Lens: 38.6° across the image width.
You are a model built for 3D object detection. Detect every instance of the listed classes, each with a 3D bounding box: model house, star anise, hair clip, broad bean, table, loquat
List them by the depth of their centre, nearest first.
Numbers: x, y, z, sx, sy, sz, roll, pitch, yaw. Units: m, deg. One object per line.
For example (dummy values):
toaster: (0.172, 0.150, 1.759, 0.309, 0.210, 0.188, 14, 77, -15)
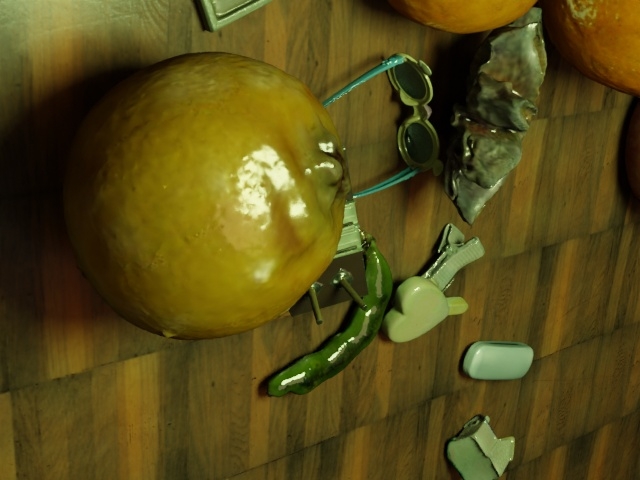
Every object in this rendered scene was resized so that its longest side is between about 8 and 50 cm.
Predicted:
loquat: (-0.125, -0.048, 1.021, 0.329, 0.328, 0.328, -17, 119, -33)
table: (0.000, 0.000, 1.256, 0.122, 0.111, 0.240, -17, 120, -10)
star anise: (0.248, -0.185, 1.327, 0.118, 0.331, 0.331, 14, 103, 1)
broad bean: (0.029, 0.129, 1.408, 0.144, 0.049, 0.292, 32, 85, -37)
hair clip: (0.187, 0.084, 1.507, 0.218, 0.071, 0.159, -49, 134, -6)
model house: (0.302, 0.388, 1.729, 0.100, 0.088, 0.100, 57, 41, -7)

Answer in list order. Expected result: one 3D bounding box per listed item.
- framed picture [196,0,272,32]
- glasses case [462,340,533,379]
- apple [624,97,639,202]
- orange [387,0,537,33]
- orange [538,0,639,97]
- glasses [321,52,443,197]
framed picture: (-0.087, -0.437, 1.076, 0.232, 0.024, 0.314, -34, 126, -24)
glasses case: (0.331, 0.223, 1.695, 0.179, 0.045, 0.067, 7, 104, -41)
apple: (0.738, -0.185, 1.698, 0.345, 0.269, 0.344, -17, 119, -35)
orange: (0.189, -0.410, 1.180, 0.284, 0.226, 0.283, -12, 111, -34)
orange: (0.511, -0.420, 1.370, 0.424, 0.326, 0.423, -11, 105, -45)
glasses: (0.056, -0.157, 1.308, 0.221, 0.088, 0.189, -18, 123, -10)
